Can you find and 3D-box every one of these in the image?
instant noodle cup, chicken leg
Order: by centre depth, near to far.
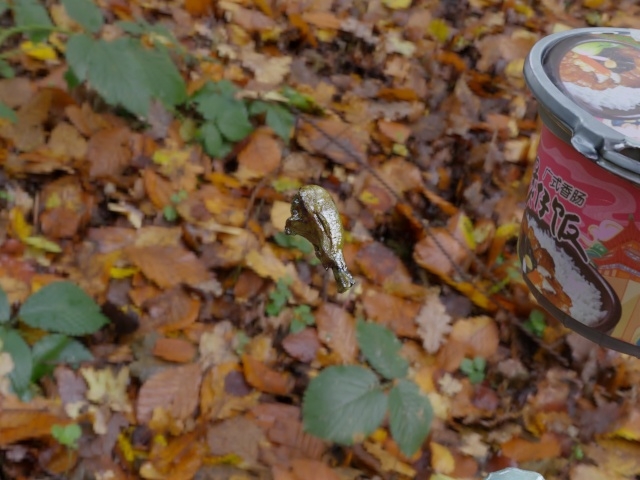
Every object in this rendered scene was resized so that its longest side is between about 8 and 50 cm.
[{"bbox_3d":[0.258,-0.027,0.690,0.302,0.182,0.258,-20,43,-38],"label":"instant noodle cup"},{"bbox_3d":[0.000,0.000,1.381,0.178,0.093,0.070,63,16,14],"label":"chicken leg"}]

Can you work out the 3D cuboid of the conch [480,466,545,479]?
[{"bbox_3d":[0.201,0.336,1.006,0.116,0.106,0.173,18,55,14],"label":"conch"}]
